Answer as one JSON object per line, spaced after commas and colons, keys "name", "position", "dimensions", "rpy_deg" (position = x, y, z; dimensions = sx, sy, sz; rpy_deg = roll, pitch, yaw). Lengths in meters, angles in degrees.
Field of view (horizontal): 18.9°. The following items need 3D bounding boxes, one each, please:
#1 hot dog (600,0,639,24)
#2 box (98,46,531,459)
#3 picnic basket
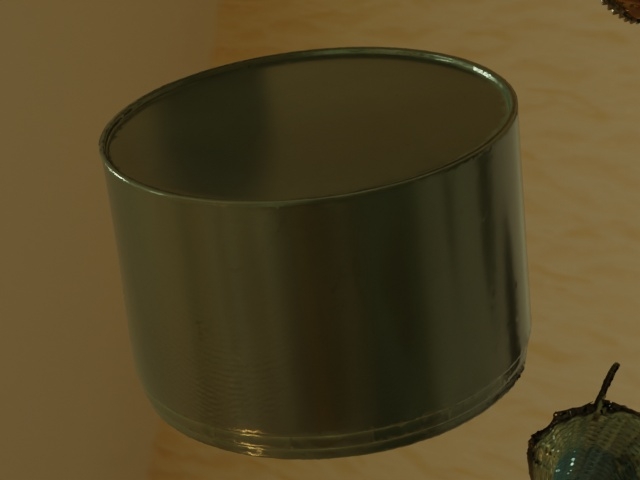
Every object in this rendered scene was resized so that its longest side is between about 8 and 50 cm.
{"name": "hot dog", "position": [0.299, -0.272, 1.620], "dimensions": [0.108, 0.059, 0.191], "rpy_deg": [26, -75, -35]}
{"name": "box", "position": [0.000, 0.000, 1.053], "dimensions": [0.226, 0.226, 0.149], "rpy_deg": [-23, -60, -32]}
{"name": "picnic basket", "position": [0.135, 0.103, 0.891], "dimensions": [0.083, 0.083, 0.065], "rpy_deg": [-41, -70, -44]}
